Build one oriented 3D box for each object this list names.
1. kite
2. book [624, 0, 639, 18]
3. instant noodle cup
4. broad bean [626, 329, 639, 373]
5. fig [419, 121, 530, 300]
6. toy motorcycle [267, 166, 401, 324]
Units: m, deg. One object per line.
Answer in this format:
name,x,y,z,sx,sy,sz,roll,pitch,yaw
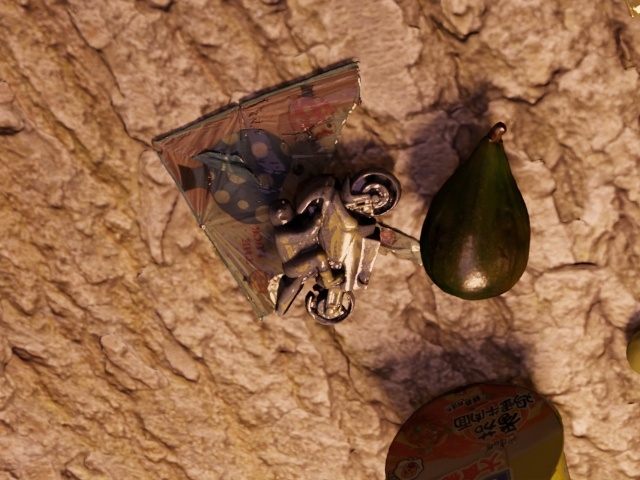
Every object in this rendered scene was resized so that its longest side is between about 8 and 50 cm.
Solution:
kite,-0.027,-0.047,1.342,0.314,0.011,0.335,21,123,-2
book,0.321,-0.301,1.115,0.168,0.013,0.192,-17,117,20
instant noodle cup,0.189,0.273,1.400,0.205,0.205,0.153,-15,127,19
broad bean,0.357,0.112,1.349,0.063,0.045,0.083,32,130,-22
fig,0.154,-0.032,1.267,0.117,0.117,0.177,3,105,9
toy motorcycle,0.000,0.000,1.323,0.124,0.061,0.193,17,117,-8
